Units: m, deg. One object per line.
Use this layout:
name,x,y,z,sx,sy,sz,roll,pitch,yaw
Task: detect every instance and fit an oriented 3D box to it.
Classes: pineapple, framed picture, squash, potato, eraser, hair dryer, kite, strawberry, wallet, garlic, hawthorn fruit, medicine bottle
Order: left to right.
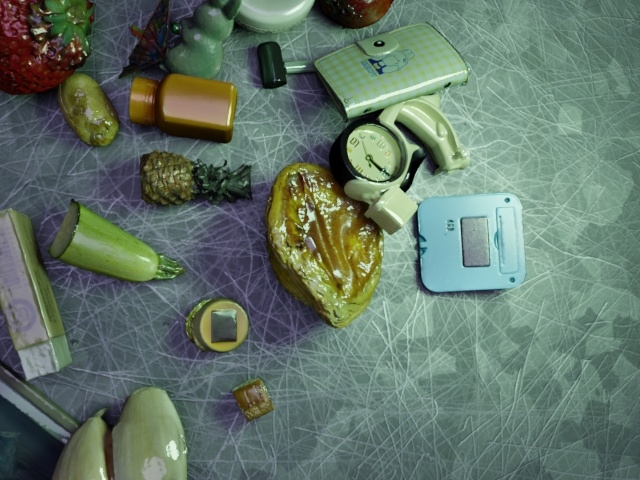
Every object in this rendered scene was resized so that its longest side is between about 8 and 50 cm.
framed picture,-0.737,0.424,1.270,0.446,0.028,0.326,40,81,-5
strawberry,-0.625,-0.445,1.243,0.288,0.239,0.250,-3,50,11
eraser,-0.611,0.111,1.254,0.078,0.144,0.344,-17,88,-12
potato,-0.512,-0.287,1.330,0.107,0.080,0.171,-25,89,-22
squash,-0.441,0.035,1.298,0.287,0.137,0.137,29,82,-8
garlic,-0.392,0.481,1.246,0.285,0.249,0.313,-6,99,18
kite,-0.376,-0.452,1.339,0.183,0.014,0.241,39,105,35
medicine bottle,-0.299,-0.292,1.328,0.222,0.149,0.112,8,84,-8
pineapple,-0.273,-0.135,1.342,0.247,0.128,0.128,2,86,-14
hair dryer,-0.049,-0.420,1.435,0.197,0.057,0.101,-7,88,-18
hawthorn fruit,0.098,-0.615,1.412,0.181,0.181,0.235,35,71,-6
wallet,0.156,-0.393,1.383,0.309,0.077,0.223,-19,57,-12

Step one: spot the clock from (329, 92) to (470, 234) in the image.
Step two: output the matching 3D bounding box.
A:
clock,0.195,-0.214,1.396,0.276,0.120,0.379,46,65,-2

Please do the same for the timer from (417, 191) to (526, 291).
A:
timer,0.361,0.006,1.471,0.249,0.091,0.232,-2,87,2

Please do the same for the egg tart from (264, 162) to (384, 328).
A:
egg tart,0.000,0.000,1.344,0.351,0.153,0.339,49,48,-15

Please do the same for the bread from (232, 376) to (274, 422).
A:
bread,-0.151,0.355,1.347,0.070,0.076,0.083,-27,92,-13

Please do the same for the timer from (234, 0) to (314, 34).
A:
timer,-0.116,-0.588,1.332,0.233,0.240,0.234,1,84,-10

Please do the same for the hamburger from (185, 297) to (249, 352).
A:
hamburger,-0.228,0.190,1.344,0.141,0.081,0.127,-17,91,-22

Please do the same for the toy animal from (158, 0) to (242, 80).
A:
toy animal,-0.242,-0.457,1.314,0.127,0.251,0.125,10,50,-45
